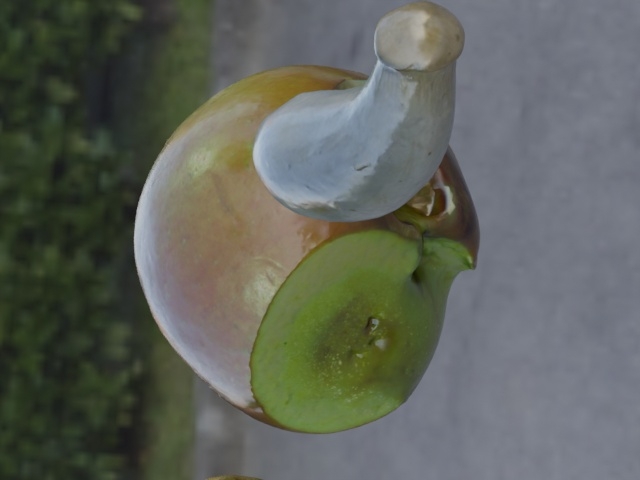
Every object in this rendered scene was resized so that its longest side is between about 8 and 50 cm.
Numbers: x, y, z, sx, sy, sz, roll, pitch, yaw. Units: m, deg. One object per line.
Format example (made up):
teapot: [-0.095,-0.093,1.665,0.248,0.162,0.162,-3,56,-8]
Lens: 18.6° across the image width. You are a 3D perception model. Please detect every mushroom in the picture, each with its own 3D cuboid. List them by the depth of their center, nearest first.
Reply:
mushroom: [0.040,-0.082,1.422,0.118,0.103,0.270,59,150,0]

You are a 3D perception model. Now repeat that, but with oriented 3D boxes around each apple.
apple: [0.000,0.000,2.089,0.384,0.374,0.374,51,160,-1]

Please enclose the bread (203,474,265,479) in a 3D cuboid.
bread: [0.018,0.335,1.361,0.394,0.361,0.250,124,156,-47]
